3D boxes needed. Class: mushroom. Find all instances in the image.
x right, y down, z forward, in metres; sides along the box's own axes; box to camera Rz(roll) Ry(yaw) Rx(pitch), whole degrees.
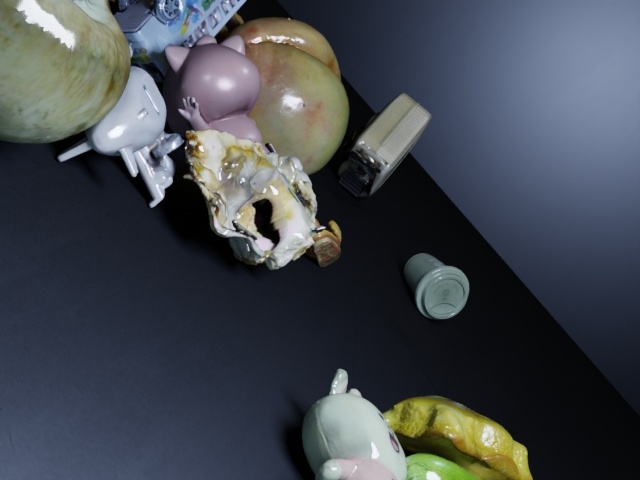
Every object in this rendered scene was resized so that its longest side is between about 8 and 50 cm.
[{"bbox_3d":[-0.331,-0.257,1.015,0.352,0.260,0.352,49,14,-17],"label":"mushroom"}]

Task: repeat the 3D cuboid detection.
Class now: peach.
[{"bbox_3d":[-0.081,-0.258,1.790,0.292,0.247,0.292,37,40,-39],"label":"peach"}]

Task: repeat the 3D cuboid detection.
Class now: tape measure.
[{"bbox_3d":[0.118,-0.199,2.307,0.133,0.231,0.271,38,52,0],"label":"tape measure"}]

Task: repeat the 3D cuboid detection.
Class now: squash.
[{"bbox_3d":[0.226,0.385,1.322,0.378,0.101,0.101,42,16,-28],"label":"squash"}]

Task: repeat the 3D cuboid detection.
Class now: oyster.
[{"bbox_3d":[-0.099,-0.046,1.430,0.354,0.107,0.201,4,57,-61],"label":"oyster"}]

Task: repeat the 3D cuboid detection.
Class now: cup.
[{"bbox_3d":[0.236,0.091,2.090,0.120,0.120,0.141,41,4,-27],"label":"cup"}]

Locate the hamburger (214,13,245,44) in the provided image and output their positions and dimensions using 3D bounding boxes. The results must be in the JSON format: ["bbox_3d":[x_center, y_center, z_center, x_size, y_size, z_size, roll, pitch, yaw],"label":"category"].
[{"bbox_3d":[-0.261,-0.435,1.880,0.244,0.163,0.244,49,7,-8],"label":"hamburger"}]

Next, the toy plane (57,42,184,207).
[{"bbox_3d":[-0.259,-0.156,1.270,0.245,0.117,0.245,63,7,-14],"label":"toy plane"}]

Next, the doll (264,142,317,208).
[{"bbox_3d":[-0.045,-0.085,1.712,0.219,0.067,0.091,61,5,-60],"label":"doll"}]

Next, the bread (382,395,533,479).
[{"bbox_3d":[0.185,0.279,1.369,0.160,0.088,0.233,7,-26,47],"label":"bread"}]

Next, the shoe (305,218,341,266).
[{"bbox_3d":[0.002,-0.002,1.702,0.069,0.072,0.109,59,17,18],"label":"shoe"}]

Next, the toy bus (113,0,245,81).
[{"bbox_3d":[-0.221,-0.404,1.671,0.109,0.330,0.136,12,-37,35],"label":"toy bus"}]

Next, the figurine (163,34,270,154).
[{"bbox_3d":[-0.164,-0.177,1.585,0.176,0.186,0.288,-27,97,-37],"label":"figurine"}]

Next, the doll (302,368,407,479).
[{"bbox_3d":[0.039,0.256,1.104,0.155,0.113,0.275,50,5,-31],"label":"doll"}]

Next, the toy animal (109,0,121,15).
[{"bbox_3d":[-0.334,-0.376,1.678,0.188,0.089,0.179,27,40,-67],"label":"toy animal"}]
